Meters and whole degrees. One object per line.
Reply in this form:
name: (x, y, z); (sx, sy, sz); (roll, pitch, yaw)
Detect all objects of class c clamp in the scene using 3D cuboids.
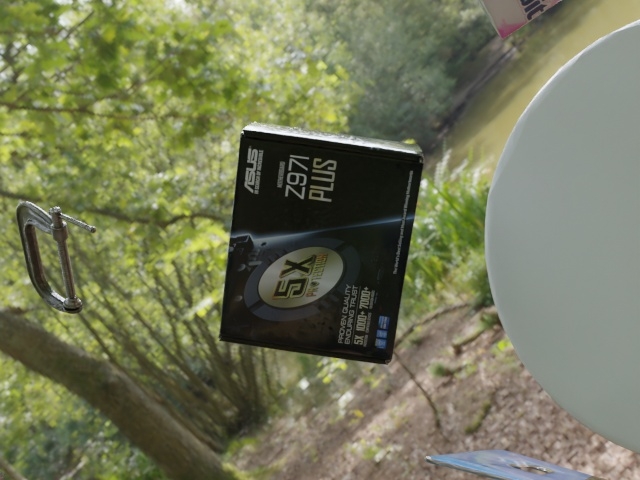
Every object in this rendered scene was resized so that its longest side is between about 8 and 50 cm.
c clamp: (-0.297, 0.023, 0.902); (0.022, 0.137, 0.160); (-35, -36, -41)

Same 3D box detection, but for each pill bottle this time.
pill bottle: (0.256, 0.000, 0.421); (0.361, 0.204, 0.204); (2, -34, -46)

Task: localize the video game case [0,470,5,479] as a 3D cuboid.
video game case: (-0.258, 0.046, 0.377); (0.026, 0.196, 0.274); (-53, -6, -22)

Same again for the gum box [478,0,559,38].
gum box: (0.203, -0.299, 0.845); (0.107, 0.062, 0.188); (-31, -26, 15)

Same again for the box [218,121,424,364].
box: (0.000, 0.000, 0.683); (0.077, 0.147, 0.180); (-76, -5, -76)

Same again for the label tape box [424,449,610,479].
label tape box: (0.238, 0.201, 0.441); (0.241, 0.334, 0.105); (32, -113, -64)
